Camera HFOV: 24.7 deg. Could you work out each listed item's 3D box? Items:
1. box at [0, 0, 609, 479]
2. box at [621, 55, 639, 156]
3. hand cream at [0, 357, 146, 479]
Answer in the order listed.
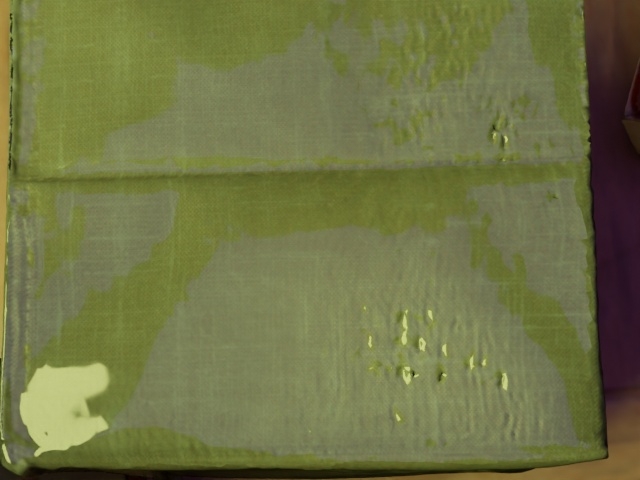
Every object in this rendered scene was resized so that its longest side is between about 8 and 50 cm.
[{"bbox_3d":[0.000,0.000,0.473,0.149,0.231,0.155,-2,79,3],"label":"box"},{"bbox_3d":[0.261,-0.184,0.546,0.214,0.069,0.353,12,82,23],"label":"box"},{"bbox_3d":[-0.126,0.072,0.427,0.089,0.314,0.139,-41,84,-1],"label":"hand cream"}]
